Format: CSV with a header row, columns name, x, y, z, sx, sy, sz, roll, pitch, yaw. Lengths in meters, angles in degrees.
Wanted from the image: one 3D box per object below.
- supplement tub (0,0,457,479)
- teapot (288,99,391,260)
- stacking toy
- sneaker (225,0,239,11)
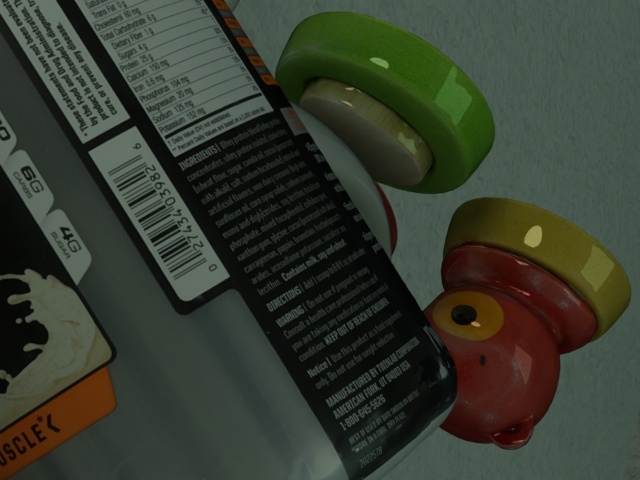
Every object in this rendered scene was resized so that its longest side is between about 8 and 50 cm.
name,x,y,z,sx,sy,sz,roll,pitch,yaw
supplement tub,-0.103,-0.019,0.651,0.316,0.193,0.193,57,27,2
teapot,-0.101,0.006,0.884,0.252,0.187,0.256,-13,129,-38
stacking toy,0.000,0.000,0.999,0.130,0.309,0.279,-59,136,-23
sneaker,-0.096,-0.252,0.923,0.147,0.104,0.296,42,52,-61
